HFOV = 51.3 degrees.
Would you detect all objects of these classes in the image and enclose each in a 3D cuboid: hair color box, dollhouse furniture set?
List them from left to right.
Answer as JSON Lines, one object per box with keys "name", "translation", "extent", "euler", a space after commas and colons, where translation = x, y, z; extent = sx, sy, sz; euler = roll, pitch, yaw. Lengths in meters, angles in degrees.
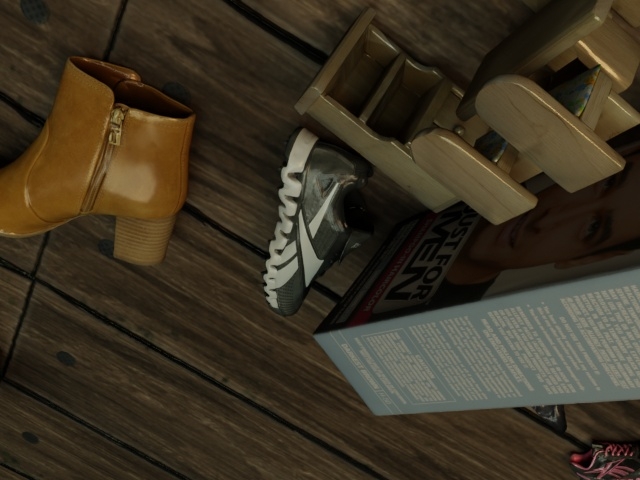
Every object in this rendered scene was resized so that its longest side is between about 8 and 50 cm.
{"name": "dollhouse furniture set", "translation": [0.112, -0.139, 0.504], "extent": [0.161, 0.212, 0.242], "euler": [36, 153, -11]}
{"name": "hair color box", "translation": [0.187, 0.031, 0.544], "extent": [0.374, 0.185, 0.113], "euler": [-19, 113, 46]}

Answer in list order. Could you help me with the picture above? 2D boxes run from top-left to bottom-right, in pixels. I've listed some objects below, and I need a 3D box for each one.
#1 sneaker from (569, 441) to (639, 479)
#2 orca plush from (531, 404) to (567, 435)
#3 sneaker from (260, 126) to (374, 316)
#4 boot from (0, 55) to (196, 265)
{"name": "sneaker", "translation": [0.358, 0.266, 0.811], "extent": [0.119, 0.047, 0.057], "euler": [-37, 96, 32]}
{"name": "orca plush", "translation": [0.333, 0.086, 0.653], "extent": [0.102, 0.151, 0.287], "euler": [22, 110, -48]}
{"name": "sneaker", "translation": [0.000, 0.000, 0.711], "extent": [0.106, 0.078, 0.234], "euler": [17, 125, 8]}
{"name": "boot", "translation": [-0.284, -0.101, 0.725], "extent": [0.295, 0.104, 0.211], "euler": [16, 121, 0]}
